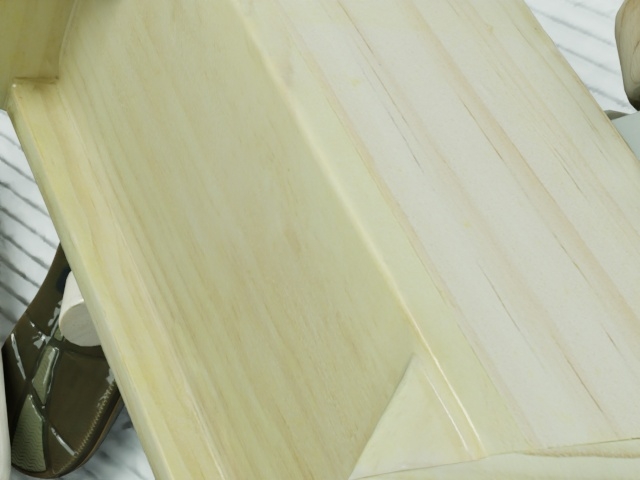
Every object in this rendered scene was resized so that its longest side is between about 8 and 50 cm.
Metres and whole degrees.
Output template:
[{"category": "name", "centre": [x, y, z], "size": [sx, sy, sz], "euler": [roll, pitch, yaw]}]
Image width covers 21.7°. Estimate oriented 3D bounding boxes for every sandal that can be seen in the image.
[{"category": "sandal", "centre": [-0.082, 0.019, 0.802], "size": [0.090, 0.060, 0.219], "euler": [33, 98, 27]}]

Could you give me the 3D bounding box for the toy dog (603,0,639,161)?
[{"category": "toy dog", "centre": [0.106, 0.017, 0.667], "size": [0.334, 0.161, 0.220], "euler": [-1, 73, 44]}]

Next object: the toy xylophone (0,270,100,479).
[{"category": "toy xylophone", "centre": [-0.204, 0.028, 0.799], "size": [0.236, 0.081, 0.322], "euler": [-48, 39, 20]}]

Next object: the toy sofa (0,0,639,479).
[{"category": "toy sofa", "centre": [0.000, 0.000, 0.577], "size": [0.362, 0.177, 0.150], "euler": [61, 142, 39]}]
